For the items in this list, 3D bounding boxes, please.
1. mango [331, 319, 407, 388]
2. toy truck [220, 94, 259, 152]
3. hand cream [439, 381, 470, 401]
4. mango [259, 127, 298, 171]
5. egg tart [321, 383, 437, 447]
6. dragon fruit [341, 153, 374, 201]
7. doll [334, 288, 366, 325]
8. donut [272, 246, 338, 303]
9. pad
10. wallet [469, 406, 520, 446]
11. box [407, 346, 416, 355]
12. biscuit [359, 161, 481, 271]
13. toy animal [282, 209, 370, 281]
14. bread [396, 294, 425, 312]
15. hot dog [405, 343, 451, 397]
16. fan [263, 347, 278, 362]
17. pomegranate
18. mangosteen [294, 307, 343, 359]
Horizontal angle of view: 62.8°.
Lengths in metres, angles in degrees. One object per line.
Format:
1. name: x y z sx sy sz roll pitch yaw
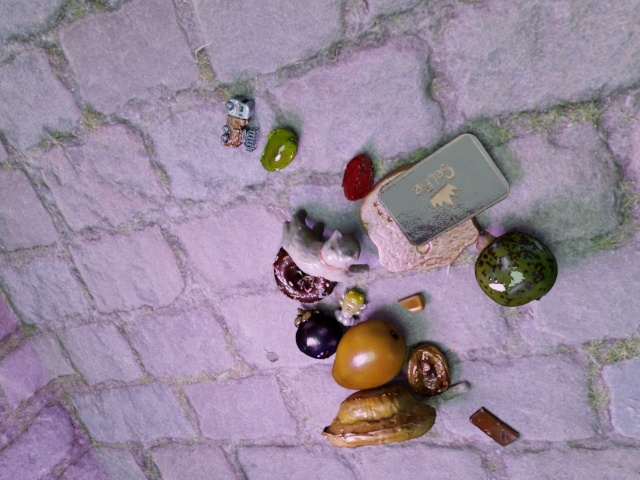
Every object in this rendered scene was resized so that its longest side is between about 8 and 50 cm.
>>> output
1. mango: 0.174 0.443 1.962 0.264 0.221 0.378 3 142 -26
2. toy truck: -0.273 -0.408 1.829 0.115 0.080 0.177 18 120 7
3. hand cream: 0.516 0.583 2.020 0.061 0.039 0.143 43 131 -10
4. mango: -0.143 -0.308 1.817 0.178 0.100 0.119 -45 54 39
5. egg tart: 0.211 0.647 1.969 0.443 0.443 0.178 -16 80 27
6. dragon fruit: 0.128 -0.209 1.772 0.106 0.083 0.162 19 99 60
7. doll: 0.112 0.258 2.004 0.106 0.062 0.162 30 122 11
8. donut: -0.063 0.124 1.986 0.270 0.103 0.269 9 119 17
9. pad: 0.355 -0.166 1.640 0.375 0.063 0.315 -34 97 27
10. wallet: 0.668 0.724 2.027 0.176 0.026 0.095 37 124 2
11. box: 0.360 0.447 2.024 0.046 0.012 0.083 -3 112 22
12. biscuit: 0.332 -0.076 1.756 0.385 0.062 0.365 -18 104 25
13. toy animal: 0.000 0.000 1.822 0.266 0.188 0.307 -20 75 0
14. bread: 0.332 0.238 1.912 0.103 0.049 0.062 -26 69 31
15. hot dog: 0.408 0.501 1.981 0.161 0.099 0.226 -20 113 11
16. fan: -0.220 0.497 2.281 0.056 0.004 0.083 -38 96 31
17. pomegranate: 0.592 0.077 1.634 0.270 0.254 0.254 48 124 22
18. mangosteen: -0.017 0.352 2.045 0.194 0.194 0.230 -53 53 32
